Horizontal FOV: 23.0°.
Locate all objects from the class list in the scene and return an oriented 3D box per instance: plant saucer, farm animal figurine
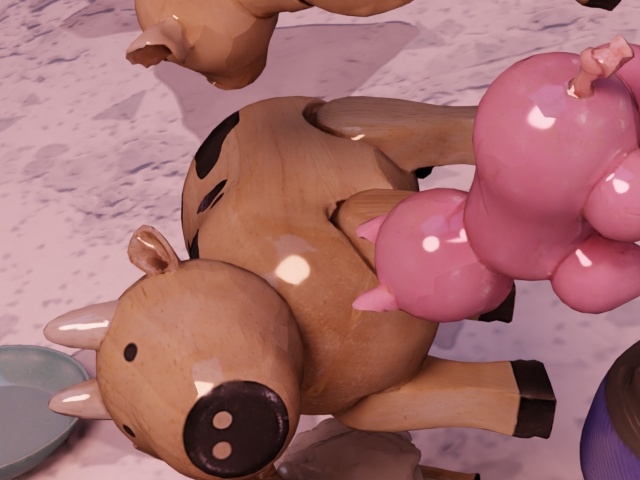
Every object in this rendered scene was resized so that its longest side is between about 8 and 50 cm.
[{"bbox_3d":[-0.175,0.094,0.806,0.119,0.021,0.119,-7,27,4],"label":"plant saucer"},{"bbox_3d":[0.000,0.000,0.525,0.172,0.330,0.327,3,5,-3],"label":"farm animal figurine"}]

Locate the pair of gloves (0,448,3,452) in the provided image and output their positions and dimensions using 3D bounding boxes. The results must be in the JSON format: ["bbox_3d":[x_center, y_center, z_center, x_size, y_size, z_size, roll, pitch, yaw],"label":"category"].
[{"bbox_3d":[-0.211,0.125,0.803,0.074,0.010,0.083,6,41,31],"label":"pair of gloves"}]

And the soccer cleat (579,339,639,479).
[{"bbox_3d":[0.194,0.147,0.518,0.093,0.121,0.289,-26,56,-21],"label":"soccer cleat"}]
